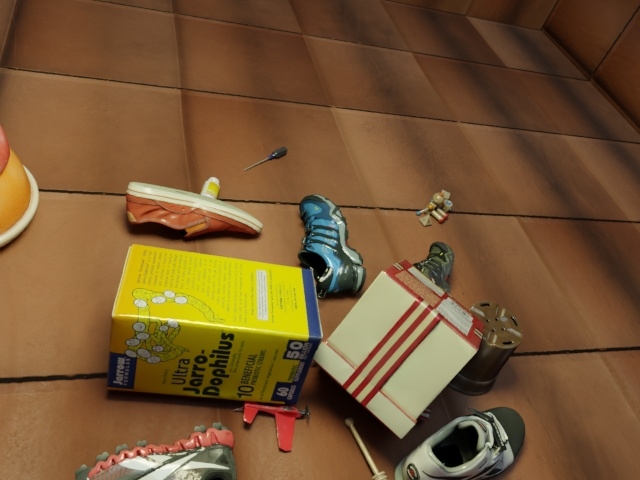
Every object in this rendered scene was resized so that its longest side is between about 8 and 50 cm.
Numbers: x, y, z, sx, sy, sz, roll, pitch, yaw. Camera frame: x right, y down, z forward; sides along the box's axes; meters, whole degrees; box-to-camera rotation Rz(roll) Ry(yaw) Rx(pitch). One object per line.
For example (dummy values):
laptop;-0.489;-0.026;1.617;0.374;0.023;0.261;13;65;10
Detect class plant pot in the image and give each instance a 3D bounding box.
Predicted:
plant pot;0.355;0.232;1.275;0.167;0.165;0.166;12;44;-12

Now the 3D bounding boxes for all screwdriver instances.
screwdriver;-0.161;-0.233;1.642;0.170;0.024;0.025;-31;34;-34

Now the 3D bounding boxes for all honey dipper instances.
honey dipper;0.087;0.409;1.090;0.031;0.030;0.160;-10;49;-30

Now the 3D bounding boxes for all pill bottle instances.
pill bottle;-0.283;-0.125;1.462;0.044;0.043;0.083;15;44;-7

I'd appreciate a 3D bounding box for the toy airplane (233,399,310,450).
toy airplane;-0.091;0.326;1.100;0.151;0.028;0.151;12;42;-11

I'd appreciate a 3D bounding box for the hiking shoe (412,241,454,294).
hiking shoe;0.272;0.074;1.456;0.114;0.086;0.226;22;44;-5

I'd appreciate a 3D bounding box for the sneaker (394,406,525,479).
sneaker;0.307;0.395;1.111;0.331;0.146;0.122;-15;53;-35

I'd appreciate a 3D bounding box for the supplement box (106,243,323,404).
supplement box;-0.199;0.162;1.080;0.357;0.194;0.195;9;35;-13

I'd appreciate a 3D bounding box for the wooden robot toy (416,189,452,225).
wooden robot toy;0.352;-0.108;1.677;0.076;0.079;0.173;37;45;16

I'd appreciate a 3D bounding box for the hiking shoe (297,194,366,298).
hiking shoe;0.000;0.000;1.400;0.132;0.113;0.304;-6;50;-28

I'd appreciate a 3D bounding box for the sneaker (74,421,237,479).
sneaker;-0.257;0.392;0.915;0.276;0.097;0.135;-6;47;-29

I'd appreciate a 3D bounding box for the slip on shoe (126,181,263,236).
slip on shoe;-0.297;-0.056;1.357;0.332;0.101;0.123;11;8;-27

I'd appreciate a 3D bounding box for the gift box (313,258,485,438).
gift box;0.165;0.216;1.141;0.255;0.258;0.276;42;15;17

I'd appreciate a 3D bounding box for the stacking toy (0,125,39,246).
stacking toy;-0.727;-0.222;1.059;0.351;0.479;0.350;12;44;-12
